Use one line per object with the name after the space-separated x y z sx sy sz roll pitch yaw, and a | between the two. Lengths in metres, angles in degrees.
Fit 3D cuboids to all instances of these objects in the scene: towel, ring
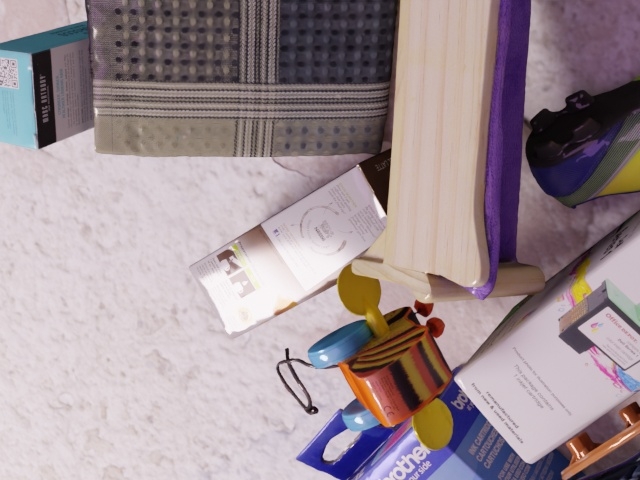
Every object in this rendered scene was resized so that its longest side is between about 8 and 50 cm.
-0.082 -0.236 1.186 0.324 0.056 0.312 0 114 -8 | towel
0.351 0.112 1.035 0.336 0.337 0.032 -44 70 31 | ring

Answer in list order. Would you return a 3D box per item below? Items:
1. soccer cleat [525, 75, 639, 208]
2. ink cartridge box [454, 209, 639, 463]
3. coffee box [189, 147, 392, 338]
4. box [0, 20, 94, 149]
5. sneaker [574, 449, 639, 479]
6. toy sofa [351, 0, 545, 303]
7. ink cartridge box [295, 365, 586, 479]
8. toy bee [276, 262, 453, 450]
0.339 -0.113 1.103 0.289 0.093 0.121 -21 130 26 | soccer cleat
0.290 0.064 1.112 0.117 0.201 0.278 49 122 4 | ink cartridge box
0.000 0.000 1.256 0.247 0.141 0.098 -30 91 32 | coffee box
-0.253 -0.178 1.244 0.060 0.244 0.100 11 113 24 | box
0.357 0.237 1.067 0.323 0.236 0.130 -28 88 1 | sneaker
0.147 -0.128 1.055 0.177 0.150 0.362 11 100 52 | toy sofa
0.159 0.336 1.316 0.395 0.151 0.270 42 121 6 | ink cartridge box
0.065 0.104 1.180 0.298 0.162 0.195 30 147 58 | toy bee
